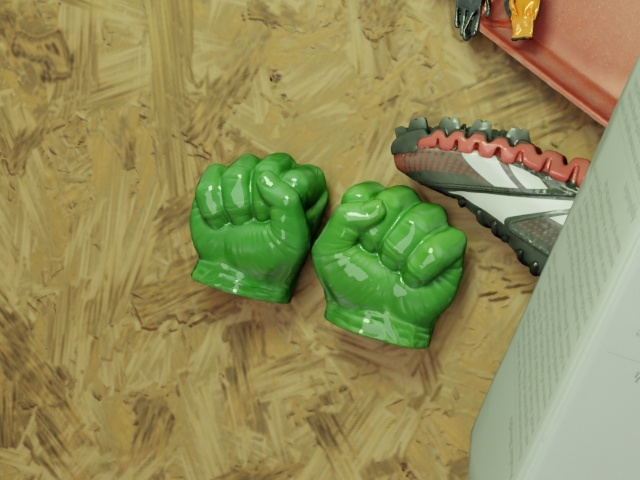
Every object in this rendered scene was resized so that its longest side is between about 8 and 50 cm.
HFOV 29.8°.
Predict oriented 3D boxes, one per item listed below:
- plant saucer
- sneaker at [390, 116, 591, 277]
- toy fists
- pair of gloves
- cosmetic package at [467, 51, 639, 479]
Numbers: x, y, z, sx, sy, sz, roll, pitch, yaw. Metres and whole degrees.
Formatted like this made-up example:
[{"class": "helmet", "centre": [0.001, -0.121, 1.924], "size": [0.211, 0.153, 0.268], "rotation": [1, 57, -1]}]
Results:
[{"class": "plant saucer", "centre": [0.302, -0.217, 1.022], "size": [0.258, 0.047, 0.259], "rotation": [44, 107, 29]}, {"class": "sneaker", "centre": [0.184, -0.029, 1.072], "size": [0.276, 0.097, 0.135], "rotation": [16, 96, 18]}, {"class": "toy fists", "centre": [0.000, 0.000, 1.146], "size": [0.279, 0.096, 0.142], "rotation": [16, 97, 21]}, {"class": "pair of gloves", "centre": [0.159, -0.215, 1.078], "size": [0.083, 0.010, 0.074], "rotation": [7, 87, 34]}, {"class": "cosmetic package", "centre": [0.258, 0.061, 0.902], "size": [0.161, 0.230, 0.453], "rotation": [19, 117, -1]}]
